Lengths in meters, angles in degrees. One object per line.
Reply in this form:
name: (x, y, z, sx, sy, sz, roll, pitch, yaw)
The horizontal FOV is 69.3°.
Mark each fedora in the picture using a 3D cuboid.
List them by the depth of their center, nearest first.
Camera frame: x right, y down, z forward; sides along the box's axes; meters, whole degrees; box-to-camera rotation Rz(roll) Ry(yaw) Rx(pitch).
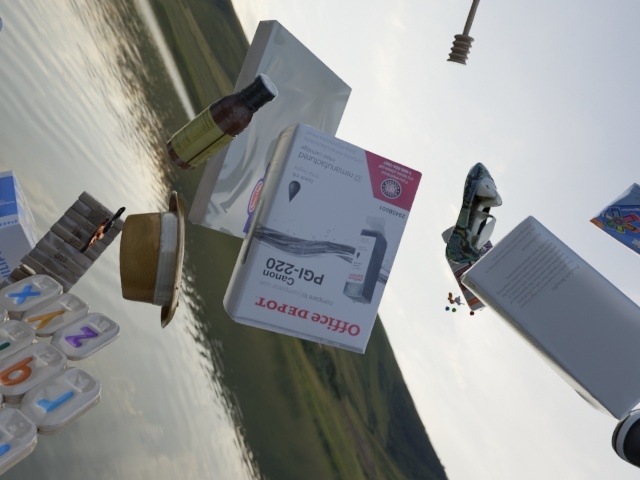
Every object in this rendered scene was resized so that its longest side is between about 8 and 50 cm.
fedora: (-0.238, 0.025, 0.647, 0.194, 0.079, 0.194, -175, -90, -67)

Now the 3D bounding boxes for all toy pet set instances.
toy pet set: (0.420, 0.154, 1.292, 0.122, 0.065, 0.114, -179, -77, -69)

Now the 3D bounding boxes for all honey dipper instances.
honey dipper: (0.213, -0.327, 0.640, 0.030, 0.031, 0.160, -128, -130, -66)

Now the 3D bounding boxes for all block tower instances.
block tower: (-0.478, 0.069, 0.793, 0.091, 0.335, 0.097, 42, -9, -22)

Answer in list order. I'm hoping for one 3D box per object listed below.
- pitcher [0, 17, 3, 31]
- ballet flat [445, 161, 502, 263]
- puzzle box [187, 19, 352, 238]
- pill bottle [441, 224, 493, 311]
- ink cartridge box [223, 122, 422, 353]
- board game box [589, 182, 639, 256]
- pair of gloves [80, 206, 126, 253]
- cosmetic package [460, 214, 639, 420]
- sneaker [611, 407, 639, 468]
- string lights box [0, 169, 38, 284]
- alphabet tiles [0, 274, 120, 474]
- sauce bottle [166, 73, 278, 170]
pitcher: (-0.614, -0.304, 0.694, 0.207, 0.126, 0.177, -21, 132, -74)
ballet flat: (0.262, -0.047, 0.754, 0.070, 0.070, 0.188, 92, 17, -73)
puzzle box: (-0.091, -0.192, 0.959, 0.052, 0.408, 0.272, 20, -1, 37)
pill bottle: (0.279, 0.044, 0.834, 0.086, 0.086, 0.151, 90, -20, -72)
ink cartridge box: (0.000, 0.000, 0.526, 0.092, 0.159, 0.217, -158, -93, -72)
board game box: (0.778, -0.038, 1.098, 0.027, 0.145, 0.281, 40, 18, -16)
pair of gloves: (-0.324, -0.016, 0.693, 0.010, 0.074, 0.083, 41, 23, -14)
cosmetic package: (0.302, 0.090, 0.578, 0.231, 0.117, 0.085, 48, 2, 17)
sneaker: (0.486, 0.267, 0.555, 0.097, 0.235, 0.084, 39, 64, -83)
string lights box: (-0.626, -0.027, 0.928, 0.260, 0.077, 0.133, 42, -37, 45)
alphabet tiles: (-0.385, 0.135, 0.502, 0.284, 0.278, 0.021, 26, -56, 21)
sauce bottle: (-0.099, -0.119, 0.468, 0.042, 0.128, 0.042, 48, 24, -30)
